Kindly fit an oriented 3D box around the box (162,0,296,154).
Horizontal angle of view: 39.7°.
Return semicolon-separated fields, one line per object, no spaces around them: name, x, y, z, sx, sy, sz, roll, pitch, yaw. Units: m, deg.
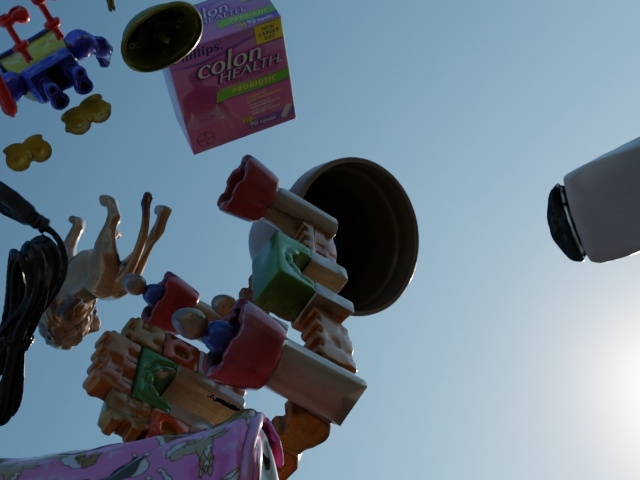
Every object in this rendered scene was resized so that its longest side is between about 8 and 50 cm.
box;-0.173;-0.309;1.621;0.213;0.117;0.243;-21;-39;-11

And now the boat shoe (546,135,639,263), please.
boat shoe;0.381;-0.078;0.808;0.158;0.340;0.127;-20;-88;-66

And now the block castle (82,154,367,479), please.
block castle;-0.127;0.111;1.062;0.213;0.453;0.303;30;-68;-18

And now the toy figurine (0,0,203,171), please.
toy figurine;-0.375;-0.278;1.244;0.362;0.217;0.191;-38;-53;-15

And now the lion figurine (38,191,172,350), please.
lion figurine;-0.406;0.061;1.600;0.142;0.392;0.240;23;-115;-22

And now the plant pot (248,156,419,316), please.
plant pot;0.000;0.000;1.875;0.323;0.280;0.323;3;-95;-35

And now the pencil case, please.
pencil case;-0.212;0.234;0.696;0.386;0.160;0.167;-10;-8;9

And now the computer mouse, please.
computer mouse;-0.315;0.013;0.648;0.184;0.262;0.060;-61;-8;14
